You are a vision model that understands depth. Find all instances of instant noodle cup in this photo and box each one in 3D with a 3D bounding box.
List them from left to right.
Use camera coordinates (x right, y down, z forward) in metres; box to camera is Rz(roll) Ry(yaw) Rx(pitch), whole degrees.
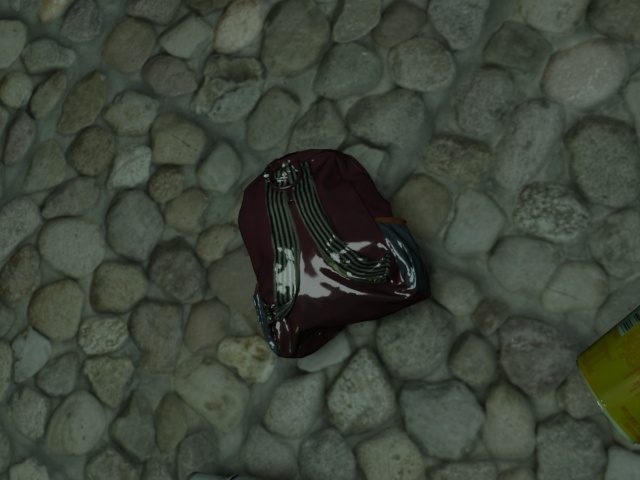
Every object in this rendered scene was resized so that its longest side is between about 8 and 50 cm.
[{"bbox_3d":[0.498,0.163,1.273,0.236,0.215,0.215,-36,72,17],"label":"instant noodle cup"}]

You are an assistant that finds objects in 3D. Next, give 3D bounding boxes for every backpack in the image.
[{"bbox_3d":[0.000,0.000,1.451,0.283,0.197,0.317,-26,73,14],"label":"backpack"}]

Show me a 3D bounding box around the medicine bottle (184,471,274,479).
[{"bbox_3d":[-0.095,0.449,1.432,0.258,0.143,0.143,7,82,20],"label":"medicine bottle"}]
